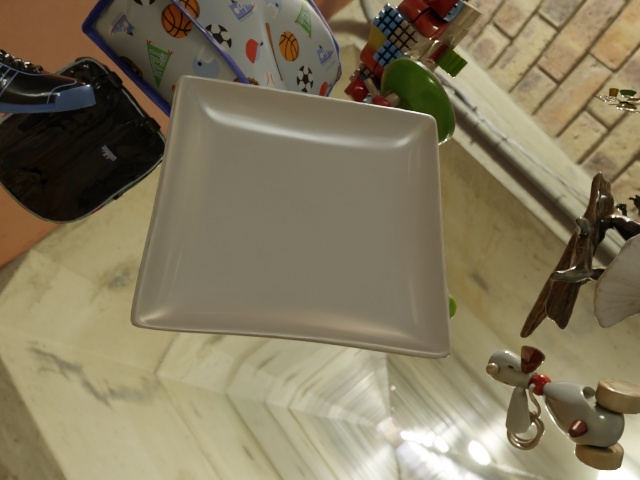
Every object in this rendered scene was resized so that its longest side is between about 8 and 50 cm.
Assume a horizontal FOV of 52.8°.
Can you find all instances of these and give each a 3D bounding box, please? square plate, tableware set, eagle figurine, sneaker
[{"bbox_3d":[-0.022,-0.033,0.776,0.347,0.344,0.049,8,-30,-9],"label":"square plate"},{"bbox_3d":[0.733,-0.333,1.529,0.154,0.104,0.024,12,-89,-35],"label":"tableware set"},{"bbox_3d":[0.375,0.051,0.598,0.225,0.298,0.226,-55,-20,-26],"label":"eagle figurine"},{"bbox_3d":[-0.403,-0.206,0.801,0.232,0.081,0.090,-3,-73,-16],"label":"sneaker"}]

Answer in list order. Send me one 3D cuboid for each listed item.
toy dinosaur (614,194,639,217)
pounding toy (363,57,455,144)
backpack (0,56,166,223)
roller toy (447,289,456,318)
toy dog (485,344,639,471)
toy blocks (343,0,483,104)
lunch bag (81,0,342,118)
[{"bbox_3d":[0.738,-0.042,1.505,0.064,0.118,0.268,-19,4,39],"label":"toy dinosaur"},{"bbox_3d":[0.140,-0.235,1.229,0.110,0.183,0.237,-36,13,-16],"label":"pounding toy"},{"bbox_3d":[-0.416,-0.161,1.086,0.253,0.191,0.225,-42,-65,-9],"label":"backpack"},{"bbox_3d":[0.240,0.166,1.752,0.191,0.209,0.146,-36,-6,-16],"label":"roller toy"},{"bbox_3d":[0.430,0.309,1.222,0.161,0.220,0.333,5,-9,-35],"label":"toy dog"},{"bbox_3d":[0.188,-0.426,1.401,0.381,0.191,0.261,-47,-14,26],"label":"toy blocks"},{"bbox_3d":[-0.157,-0.343,1.148,0.239,0.385,0.328,-31,22,45],"label":"lunch bag"}]
